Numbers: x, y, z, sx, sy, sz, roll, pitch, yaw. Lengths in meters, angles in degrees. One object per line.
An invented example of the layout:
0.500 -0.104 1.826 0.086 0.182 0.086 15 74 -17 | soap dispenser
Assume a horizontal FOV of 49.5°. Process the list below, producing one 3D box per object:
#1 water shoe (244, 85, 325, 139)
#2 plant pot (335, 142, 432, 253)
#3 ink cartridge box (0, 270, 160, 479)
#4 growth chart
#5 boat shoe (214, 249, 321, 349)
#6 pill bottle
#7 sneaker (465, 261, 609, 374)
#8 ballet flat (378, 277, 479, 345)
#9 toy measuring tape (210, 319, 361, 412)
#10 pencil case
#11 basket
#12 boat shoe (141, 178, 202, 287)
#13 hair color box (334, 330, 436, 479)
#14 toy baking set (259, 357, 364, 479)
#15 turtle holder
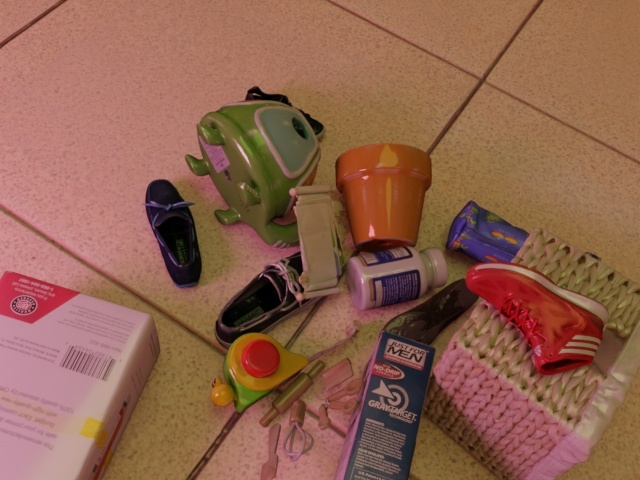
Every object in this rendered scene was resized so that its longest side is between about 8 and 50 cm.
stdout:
-0.084 -0.292 1.616 0.203 0.080 0.073 20 58 4 | water shoe
0.133 -0.077 1.458 0.205 0.205 0.188 3 74 -7 | plant pot
-0.475 0.280 1.156 0.279 0.160 0.384 17 57 3 | ink cartridge box
0.000 0.000 1.373 0.172 0.021 0.237 5 77 -54 | growth chart
-0.081 0.091 1.363 0.306 0.105 0.113 -32 68 -24 | boat shoe
0.155 0.071 1.406 0.187 0.112 0.112 -10 60 -14 | pill bottle
0.315 0.120 1.046 0.221 0.087 0.128 18 55 14 | sneaker
0.217 0.154 1.403 0.250 0.058 0.084 -33 90 -19 | ballet flat
-0.073 0.202 1.299 0.330 0.121 0.121 -29 66 -32 | toy measuring tape
0.419 0.025 1.463 0.306 0.133 0.119 25 91 9 | pencil case
0.377 0.215 1.222 0.266 0.331 0.328 36 61 16 | basket
-0.291 -0.032 1.419 0.109 0.089 0.258 -20 63 -20 | boat shoe
0.097 0.351 1.186 0.105 0.174 0.347 18 58 2 | hair color box
-0.030 0.297 1.208 0.256 0.197 0.030 -41 108 -15 | toy baking set
-0.106 -0.147 1.428 0.227 0.243 0.320 -31 66 -26 | turtle holder
